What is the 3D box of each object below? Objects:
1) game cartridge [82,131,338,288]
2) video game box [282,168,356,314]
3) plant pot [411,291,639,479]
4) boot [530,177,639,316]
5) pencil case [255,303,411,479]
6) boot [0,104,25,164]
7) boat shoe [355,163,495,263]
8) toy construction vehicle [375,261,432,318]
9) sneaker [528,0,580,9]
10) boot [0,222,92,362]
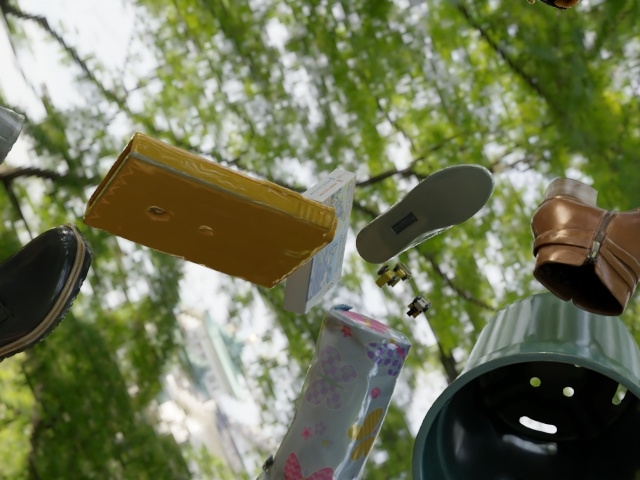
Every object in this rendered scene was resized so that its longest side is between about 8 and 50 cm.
[{"bbox_3d":[-0.164,-0.036,1.899,0.285,0.323,0.053,-38,-143,60],"label":"game cartridge"},{"bbox_3d":[0.000,0.000,2.175,0.187,0.048,0.205,-45,146,-64],"label":"video game box"},{"bbox_3d":[0.320,0.244,1.772,0.334,0.341,0.341,-56,130,-67],"label":"plant pot"},{"bbox_3d":[0.417,0.023,1.724,0.220,0.283,0.109,-66,180,-56],"label":"boot"},{"bbox_3d":[0.016,0.221,1.617,0.124,0.113,0.273,26,-85,41],"label":"pencil case"},{"bbox_3d":[-0.356,-0.134,1.079,0.076,0.208,0.189,-66,-157,7],"label":"boot"},{"bbox_3d":[0.149,-0.045,1.799,0.079,0.227,0.081,57,28,-3],"label":"boat shoe"},{"bbox_3d":[0.112,0.069,1.770,0.086,0.035,0.098,46,17,3],"label":"toy construction vehicle"},{"bbox_3d":[0.384,-0.391,1.967,0.088,0.225,0.093,-48,-127,53],"label":"sneaker"},{"bbox_3d":[-0.292,0.047,1.037,0.077,0.198,0.137,50,9,37],"label":"boot"}]
